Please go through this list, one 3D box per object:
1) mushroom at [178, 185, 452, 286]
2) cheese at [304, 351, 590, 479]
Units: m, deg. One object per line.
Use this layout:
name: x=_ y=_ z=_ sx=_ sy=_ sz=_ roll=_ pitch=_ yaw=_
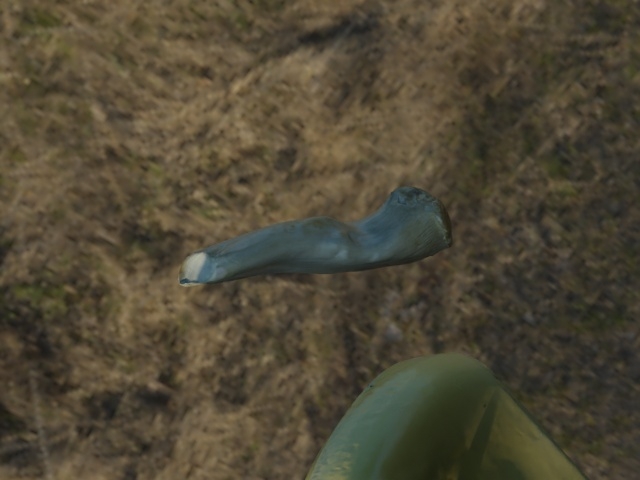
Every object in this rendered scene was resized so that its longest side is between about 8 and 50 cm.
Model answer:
mushroom: x=-0.002 y=0.001 z=0.938 sx=0.059 sy=0.202 sz=0.054 roll=-34 pitch=70 yaw=65
cheese: x=0.084 y=0.246 z=1.062 sx=0.316 sy=0.259 sz=0.128 roll=-39 pitch=-7 yaw=-34
